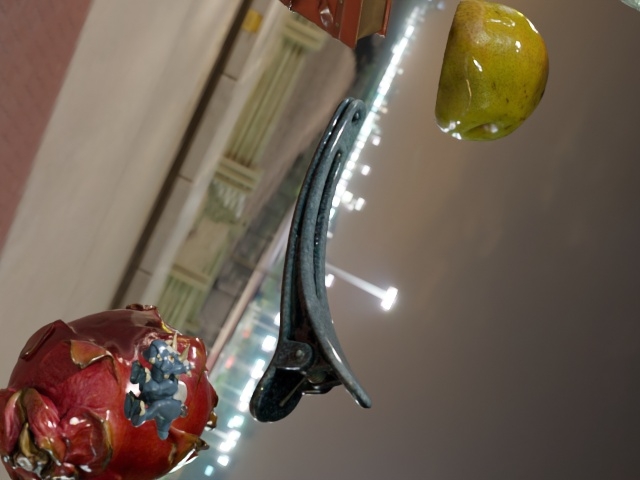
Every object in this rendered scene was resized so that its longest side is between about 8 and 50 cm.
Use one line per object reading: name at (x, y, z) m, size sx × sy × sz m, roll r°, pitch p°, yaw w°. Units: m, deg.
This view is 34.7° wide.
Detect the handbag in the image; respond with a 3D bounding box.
handbag at (0.016, -0.286, 0.947) m, size 0.063 × 0.127 × 0.190 m, roll -28°, pitch 143°, yaw -33°

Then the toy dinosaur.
toy dinosaur at (-0.118, 0.111, 0.766) m, size 0.030 × 0.047 × 0.083 m, roll 28°, pitch -70°, yaw 54°

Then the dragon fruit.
dragon fruit at (-0.245, 0.190, 1.218) m, size 0.250 × 0.315 × 0.250 m, roll -9°, pitch -102°, yaw 48°

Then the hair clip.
hair clip at (0.000, 0.000, 0.625) m, size 0.039 × 0.070 × 0.229 m, roll 50°, pitch 35°, yaw -47°

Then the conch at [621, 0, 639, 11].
conch at (0.158, -0.153, 0.332) m, size 0.124 × 0.187 × 0.181 m, roll 40°, pitch 64°, yaw -62°

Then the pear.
pear at (0.170, -0.164, 0.998) m, size 0.141 × 0.104 × 0.141 m, roll 9°, pitch 90°, yaw -82°
